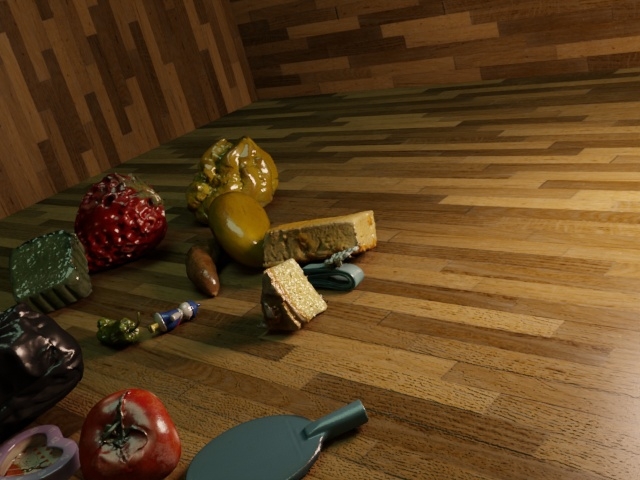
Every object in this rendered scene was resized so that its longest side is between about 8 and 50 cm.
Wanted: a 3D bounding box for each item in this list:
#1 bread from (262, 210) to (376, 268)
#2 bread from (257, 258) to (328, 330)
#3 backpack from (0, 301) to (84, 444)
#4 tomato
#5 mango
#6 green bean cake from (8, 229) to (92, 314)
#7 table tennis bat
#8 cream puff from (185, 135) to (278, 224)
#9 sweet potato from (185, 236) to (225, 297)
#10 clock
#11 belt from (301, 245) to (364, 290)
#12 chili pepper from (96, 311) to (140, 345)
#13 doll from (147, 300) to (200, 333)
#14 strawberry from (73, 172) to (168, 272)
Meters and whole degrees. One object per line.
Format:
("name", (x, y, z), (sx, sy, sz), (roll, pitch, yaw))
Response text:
("bread", (0.000, 0.000, 2.017), (0.275, 0.114, 0.185), (-10, 6, 22))
("bread", (-0.070, 0.122, 1.768), (0.127, 0.152, 0.147), (-2, 16, 29))
("backpack", (-0.703, 0.312, 1.542), (0.446, 0.255, 0.363), (-41, -2, -24))
("tomato", (-0.336, 0.353, 1.352), (0.187, 0.151, 0.187), (-1, 64, 3))
("mango", (-0.232, -0.039, 2.216), (0.142, 0.195, 0.331), (-53, 18, 14))
("green bean cake", (-0.790, 0.089, 2.273), (0.223, 0.125, 0.227), (-23, 57, -1))
("table tennis bat", (-0.074, 0.355, 1.326), (0.329, 0.044, 0.215), (-21, 20, -8))
("cream puff", (-0.319, -0.216, 2.642), (0.325, 0.257, 0.291), (3, 24, 41))
("sweet potato", (-0.325, 0.060, 2.179), (0.114, 0.092, 0.341), (9, 21, -5))
("clock", (-0.540, 0.427, 1.441), (0.172, 0.064, 0.198), (-30, 25, -33))
("belt", (0.017, 0.071, 1.895), (0.179, 0.099, 0.065), (-4, 20, 35))
("chili pepper", (-0.490, 0.226, 1.905), (0.204, 0.073, 0.072), (-7, 38, 52))
("doll", (-0.361, 0.188, 1.926), (0.143, 0.057, 0.099), (-27, 3, -29))
("strawberry", (-0.655, -0.031, 2.464), (0.345, 0.295, 0.317), (-51, 44, 6))
